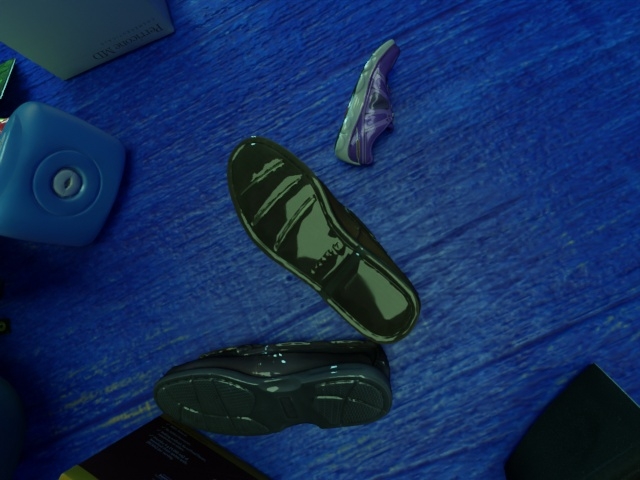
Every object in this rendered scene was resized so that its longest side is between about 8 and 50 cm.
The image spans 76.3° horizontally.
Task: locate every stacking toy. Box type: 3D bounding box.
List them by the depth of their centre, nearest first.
[{"bbox_3d":[-0.458,-0.117,0.593,0.302,0.166,0.175,18,88,25],"label":"stacking toy"}]

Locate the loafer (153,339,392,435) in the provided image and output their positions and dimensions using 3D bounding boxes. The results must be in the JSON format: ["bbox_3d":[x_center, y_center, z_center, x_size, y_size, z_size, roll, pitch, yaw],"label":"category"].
[{"bbox_3d":[-0.059,0.181,0.527,0.303,0.095,0.109,-6,113,12],"label":"loafer"}]

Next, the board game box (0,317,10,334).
[{"bbox_3d":[-0.613,0.151,0.578,0.260,0.136,0.030,-12,81,8],"label":"board game box"}]

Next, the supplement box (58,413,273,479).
[{"bbox_3d":[-0.179,0.327,0.462,0.191,0.194,0.129,27,89,10],"label":"supplement box"}]

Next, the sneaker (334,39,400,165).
[{"bbox_3d":[0.074,-0.183,0.556,0.071,0.068,0.169,19,96,-5],"label":"sneaker"}]

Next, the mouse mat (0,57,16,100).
[{"bbox_3d":[-0.565,-0.211,0.639,0.190,0.007,0.152,-27,51,6],"label":"mouse mat"}]

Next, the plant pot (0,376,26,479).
[{"bbox_3d":[-0.509,0.266,0.510,0.291,0.195,0.290,0,93,6],"label":"plant pot"}]

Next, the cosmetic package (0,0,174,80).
[{"bbox_3d":[-0.373,-0.377,0.474,0.217,0.385,0.156,-20,80,8],"label":"cosmetic package"}]

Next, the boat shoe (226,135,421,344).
[{"bbox_3d":[0.000,0.000,0.521,0.111,0.104,0.307,-41,81,12],"label":"boat shoe"}]

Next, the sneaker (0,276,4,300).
[{"bbox_3d":[-0.533,-0.021,0.497,0.448,0.169,0.257,-15,81,37],"label":"sneaker"}]

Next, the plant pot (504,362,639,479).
[{"bbox_3d":[0.303,0.273,0.412,0.167,0.187,0.188,-44,79,15],"label":"plant pot"}]
